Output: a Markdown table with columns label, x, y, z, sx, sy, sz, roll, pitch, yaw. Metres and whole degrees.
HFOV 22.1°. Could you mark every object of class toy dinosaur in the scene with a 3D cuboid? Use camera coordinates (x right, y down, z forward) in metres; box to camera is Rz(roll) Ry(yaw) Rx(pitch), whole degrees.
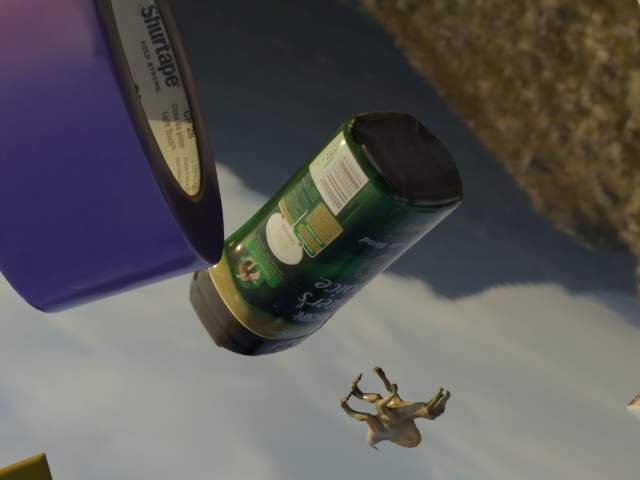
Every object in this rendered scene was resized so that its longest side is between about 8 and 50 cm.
| label | x | y | z | sx | sy | sz | roll | pitch | yaw |
| --- | --- | --- | --- | --- | --- | --- | --- | --- | --- |
| toy dinosaur | 0.064 | 0.188 | 1.724 | 0.092 | 0.053 | 0.183 | 43 | 145 | -4 |

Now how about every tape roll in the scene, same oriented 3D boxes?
| label | x | y | z | sx | sy | sz | roll | pitch | yaw |
| --- | --- | --- | --- | --- | --- | --- | --- | --- | --- |
| tape roll | -0.110 | -0.068 | 0.734 | 0.080 | 0.189 | 0.189 | -16 | 177 | 7 |

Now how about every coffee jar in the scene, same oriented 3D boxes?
| label | x | y | z | sx | sy | sz | roll | pitch | yaw |
| --- | --- | --- | --- | --- | --- | --- | --- | --- | --- |
| coffee jar | 0.000 | 0.000 | 1.054 | 0.096 | 0.184 | 0.079 | -9 | -118 | -52 |

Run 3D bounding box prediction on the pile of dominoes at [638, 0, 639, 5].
| label | x | y | z | sx | sy | sz | roll | pitch | yaw |
| --- | --- | --- | --- | --- | --- | --- | --- | --- | --- |
| pile of dominoes | 0.286 | -0.262 | 1.257 | 0.196 | 0.251 | 0.040 | -8 | 155 | -21 |

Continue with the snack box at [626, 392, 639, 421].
| label | x | y | z | sx | sy | sz | roll | pitch | yaw |
| --- | --- | --- | --- | --- | --- | --- | --- | --- | --- |
| snack box | 0.291 | 0.174 | 1.155 | 0.178 | 0.022 | 0.064 | 45 | 176 | 4 |

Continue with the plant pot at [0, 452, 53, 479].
| label | x | y | z | sx | sy | sz | roll | pitch | yaw |
| --- | --- | --- | --- | --- | --- | --- | --- | --- | --- |
| plant pot | -0.208 | 0.189 | 1.047 | 0.083 | 0.081 | 0.081 | -13 | 169 | -16 |
